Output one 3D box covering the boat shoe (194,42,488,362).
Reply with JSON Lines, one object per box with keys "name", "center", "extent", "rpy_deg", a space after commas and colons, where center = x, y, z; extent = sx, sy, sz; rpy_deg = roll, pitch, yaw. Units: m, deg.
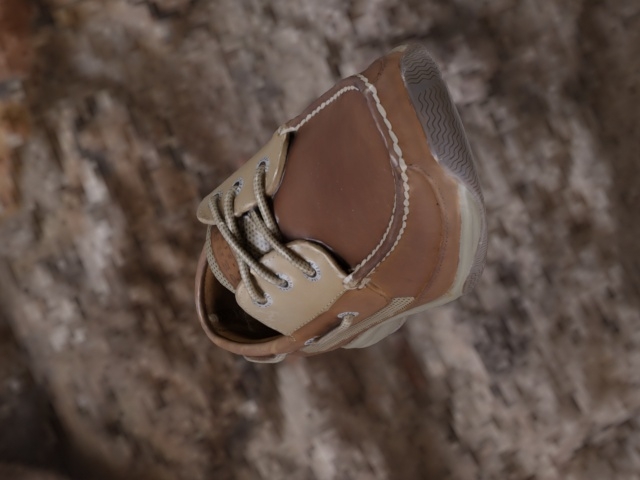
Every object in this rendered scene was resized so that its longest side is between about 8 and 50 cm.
{"name": "boat shoe", "center": [0.000, 0.000, 1.012], "extent": [0.324, 0.116, 0.123], "rpy_deg": [116, 135, -67]}
